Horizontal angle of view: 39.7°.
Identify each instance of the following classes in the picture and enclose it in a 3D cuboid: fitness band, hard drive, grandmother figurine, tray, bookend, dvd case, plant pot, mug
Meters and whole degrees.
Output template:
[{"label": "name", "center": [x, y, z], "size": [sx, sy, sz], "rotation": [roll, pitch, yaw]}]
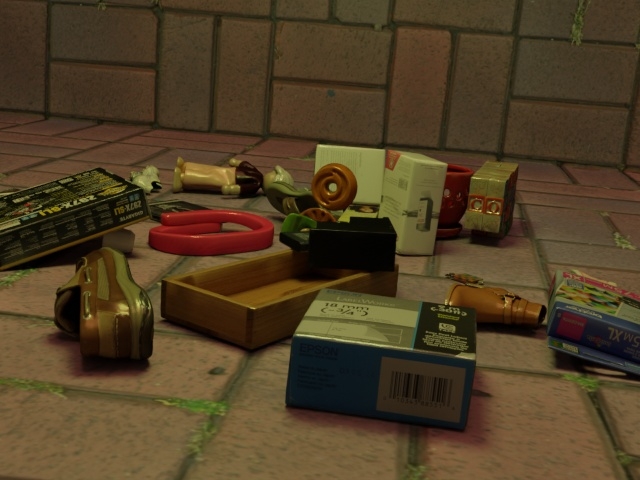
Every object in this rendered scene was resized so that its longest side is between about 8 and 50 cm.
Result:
[{"label": "fitness band", "center": [-0.243, -0.016, 1.987], "size": [0.291, 0.054, 0.209], "rotation": [-7, 20, -37]}, {"label": "hard drive", "center": [0.000, 0.000, 1.733], "size": [0.135, 0.022, 0.094], "rotation": [-3, 15, -28]}, {"label": "grandmother figurine", "center": [-0.247, -0.179, 2.576], "size": [0.342, 0.104, 0.208], "rotation": [6, 41, -4]}, {"label": "tray", "center": [-0.058, 0.087, 1.556], "size": [0.203, 0.076, 0.411], "rotation": [14, 15, 35]}, {"label": "bookend", "center": [0.055, 0.001, 1.639], "size": [0.157, 0.072, 0.156], "rotation": [3, 13, -3]}, {"label": "dvd case", "center": [-0.354, -0.068, 2.226], "size": [0.221, 0.018, 0.164], "rotation": [17, 19, 39]}, {"label": "plant pot", "center": [0.285, -0.104, 2.237], "size": [0.191, 0.174, 0.191], "rotation": [3, 14, -1]}, {"label": "mug", "center": [-0.421, -0.005, 1.851], "size": [0.064, 0.062, 0.078], "rotation": [9, 38, -14]}]

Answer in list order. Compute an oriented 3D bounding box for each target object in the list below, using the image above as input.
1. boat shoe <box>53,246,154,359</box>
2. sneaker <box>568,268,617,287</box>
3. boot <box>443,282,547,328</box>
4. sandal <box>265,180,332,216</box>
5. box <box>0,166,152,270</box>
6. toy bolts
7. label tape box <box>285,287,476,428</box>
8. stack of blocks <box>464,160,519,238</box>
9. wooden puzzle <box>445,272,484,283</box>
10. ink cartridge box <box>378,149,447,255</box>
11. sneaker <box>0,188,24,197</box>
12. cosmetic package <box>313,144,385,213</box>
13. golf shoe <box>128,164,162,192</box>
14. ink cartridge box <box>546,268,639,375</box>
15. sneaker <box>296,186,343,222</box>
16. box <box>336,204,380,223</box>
[{"label": "boat shoe", "center": [-0.347, 0.090, 1.356], "size": [0.120, 0.123, 0.324], "rotation": [-5, 15, -24]}, {"label": "sneaker", "center": [0.541, 0.096, 1.755], "size": [0.070, 0.051, 0.134], "rotation": [3, 17, -11]}, {"label": "boot", "center": [0.301, 0.121, 1.534], "size": [0.152, 0.073, 0.197], "rotation": [16, 20, 26]}, {"label": "sandal", "center": [-0.057, -0.066, 2.167], "size": [0.086, 0.120, 0.303], "rotation": [-31, 26, -24]}, {"label": "box", "center": [-0.547, -0.053, 1.817], "size": [0.322, 0.079, 0.257], "rotation": [-22, 26, -28]}, {"label": "toy bolts", "center": [0.066, -0.044, 1.923], "size": [0.228, 0.218, 0.158], "rotation": [28, 14, 15]}, {"label": "label tape box", "center": [0.101, 0.145, 1.291], "size": [0.240, 0.106, 0.334], "rotation": [7, 14, 8]}, {"label": "stack of blocks", "center": [0.439, -0.096, 2.264], "size": [0.087, 0.171, 0.297], "rotation": [8, 15, 17]}, {"label": "wooden puzzle", "center": [0.302, 0.079, 1.839], "size": [0.049, 0.006, 0.083], "rotation": [-8, 18, -41]}, {"label": "ink cartridge box", "center": [0.207, -0.088, 2.055], "size": [0.092, 0.218, 0.158], "rotation": [5, 12, -20]}, {"label": "sneaker", "center": [-0.642, -0.093, 2.066], "size": [0.281, 0.106, 0.162], "rotation": [-3, 12, -25]}, {"label": "cosmetic package", "center": [0.072, -0.155, 2.340], "size": [0.183, 0.151, 0.151], "rotation": [4, -12, -1]}, {"label": "golf shoe", "center": [-0.486, -0.163, 2.531], "size": [0.086, 0.069, 0.176], "rotation": [26, 19, 5]}, {"label": "ink cartridge box", "center": [0.479, 0.135, 1.495], "size": [0.185, 0.065, 0.311], "rotation": [18, 18, 11]}, {"label": "sneaker", "center": [-0.010, -0.080, 2.219], "size": [0.053, 0.061, 0.152], "rotation": [-17, 46, -45]}, {"label": "box", "center": [0.094, -0.038, 2.157], "size": [0.087, 0.058, 0.232], "rotation": [5, 14, 7]}]
